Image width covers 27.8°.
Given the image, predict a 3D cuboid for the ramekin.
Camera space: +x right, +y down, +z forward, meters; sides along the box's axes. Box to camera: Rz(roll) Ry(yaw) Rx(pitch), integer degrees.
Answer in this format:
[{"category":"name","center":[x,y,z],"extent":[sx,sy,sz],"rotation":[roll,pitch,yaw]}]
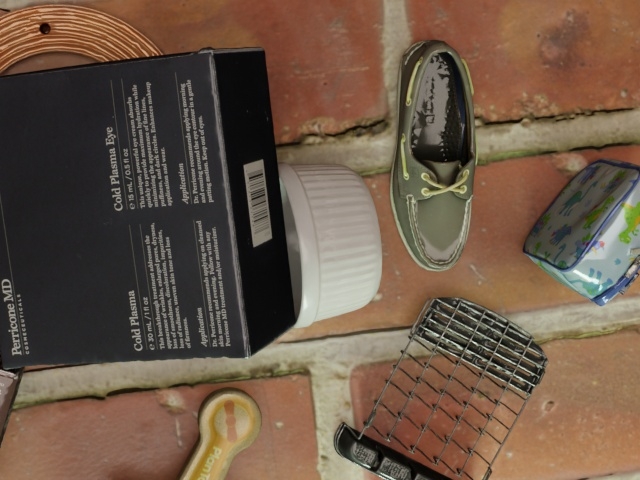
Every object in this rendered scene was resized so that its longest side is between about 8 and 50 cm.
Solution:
[{"category":"ramekin","center":[0.000,0.000,1.611],"extent":[0.109,0.207,0.207],"rotation":[-9,98,-15]}]

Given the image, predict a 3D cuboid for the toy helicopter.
[{"category":"toy helicopter","center":[-0.162,0.361,1.672],"extent":[0.235,0.140,0.355],"rotation":[26,91,-11]}]

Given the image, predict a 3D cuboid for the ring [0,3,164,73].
[{"category":"ring","center":[-0.328,-0.128,1.639],"extent":[0.336,0.032,0.337],"rotation":[-1,97,-8]}]

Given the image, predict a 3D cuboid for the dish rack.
[{"category":"dish rack","center":[0.167,0.215,1.725],"extent":[0.208,0.074,0.272],"rotation":[28,92,-11]}]

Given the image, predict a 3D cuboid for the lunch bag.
[{"category":"lunch bag","center":[0.357,-0.018,1.640],"extent":[0.090,0.219,0.176],"rotation":[37,91,-11]}]

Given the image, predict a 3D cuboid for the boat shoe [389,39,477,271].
[{"category":"boat shoe","center":[0.148,-0.106,1.668],"extent":[0.109,0.091,0.305],"rotation":[-3,98,-6]}]

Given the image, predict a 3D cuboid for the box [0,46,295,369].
[{"category":"box","center":[-0.217,-0.039,1.507],"extent":[0.312,0.179,0.343],"rotation":[-4,98,17]}]

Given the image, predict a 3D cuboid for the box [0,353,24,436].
[{"category":"box","center":[-0.472,0.218,1.596],"extent":[0.167,0.168,0.203],"rotation":[17,95,-9]}]
